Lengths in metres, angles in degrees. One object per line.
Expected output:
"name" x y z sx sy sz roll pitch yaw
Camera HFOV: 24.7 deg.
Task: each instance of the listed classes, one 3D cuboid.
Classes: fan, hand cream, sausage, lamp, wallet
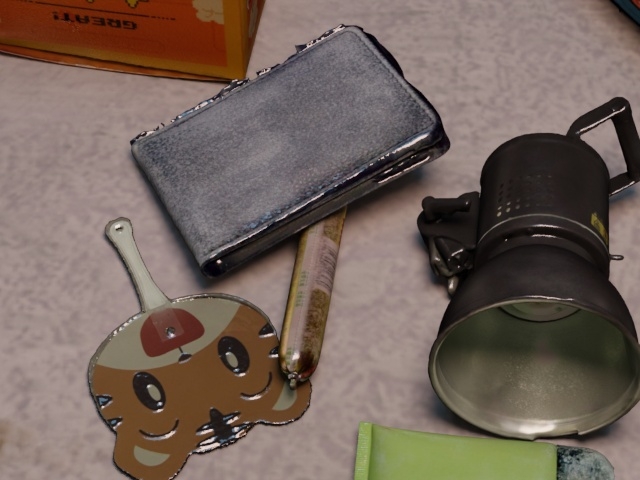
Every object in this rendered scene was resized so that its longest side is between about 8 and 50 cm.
"fan" -0.113 0.068 1.080 0.152 0.008 0.226 -22 56 -15
"hand cream" 0.109 0.167 0.982 0.175 0.046 0.095 1 54 9
"sausage" 0.000 0.000 1.111 0.033 0.033 0.269 6 51 5
"lamp" 0.151 0.012 1.055 0.172 0.147 0.227 -13 41 20
"wallet" -0.024 -0.074 1.139 0.222 0.036 0.167 -30 48 -7

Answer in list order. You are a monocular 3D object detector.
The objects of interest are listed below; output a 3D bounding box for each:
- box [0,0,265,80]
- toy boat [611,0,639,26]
"box" -0.162 -0.314 1.244 0.259 0.214 0.283 10 55 5
"toy boat" 0.331 -0.197 1.231 0.136 0.079 0.392 -37 62 -21
